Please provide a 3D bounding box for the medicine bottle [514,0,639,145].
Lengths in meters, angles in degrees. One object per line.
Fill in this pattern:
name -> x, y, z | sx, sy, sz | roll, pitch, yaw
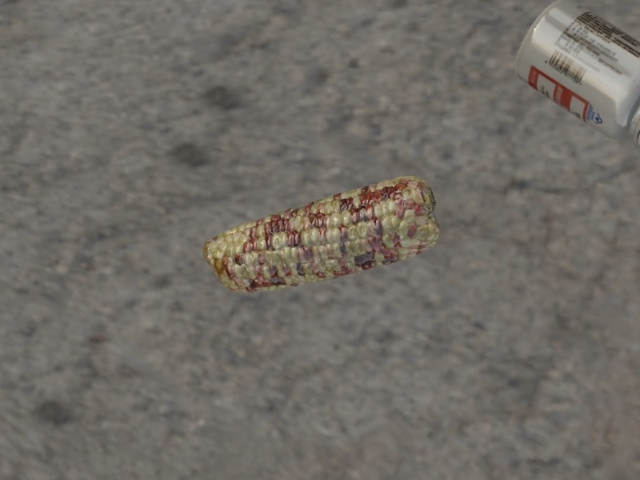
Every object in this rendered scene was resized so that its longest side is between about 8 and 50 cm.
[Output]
medicine bottle -> 0.234, -0.131, 1.317 | 0.079, 0.140, 0.079 | -44, 157, -24

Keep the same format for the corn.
corn -> 0.000, 0.000, 1.657 | 0.253, 0.086, 0.086 | -15, 108, 13
